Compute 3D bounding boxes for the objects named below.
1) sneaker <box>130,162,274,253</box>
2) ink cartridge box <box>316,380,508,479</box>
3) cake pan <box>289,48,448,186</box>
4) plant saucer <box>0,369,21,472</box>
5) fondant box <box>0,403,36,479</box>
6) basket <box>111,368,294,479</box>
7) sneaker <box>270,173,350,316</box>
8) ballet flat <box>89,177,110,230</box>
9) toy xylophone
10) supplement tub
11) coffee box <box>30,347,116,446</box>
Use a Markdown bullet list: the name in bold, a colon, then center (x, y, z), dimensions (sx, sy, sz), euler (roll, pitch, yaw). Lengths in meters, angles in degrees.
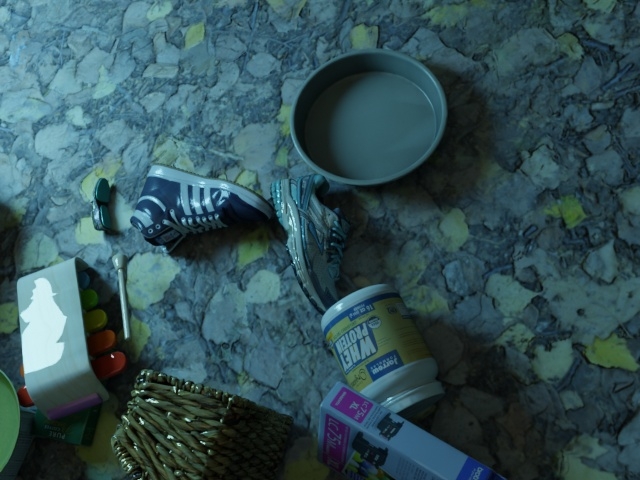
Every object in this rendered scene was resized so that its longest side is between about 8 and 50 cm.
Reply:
- **sneaker**: center (-0.230, -0.041, 1.376), dimensions (0.282, 0.099, 0.153), euler (16, 72, 25)
- **ink cartridge box**: center (0.138, 0.352, 1.110), dimensions (0.311, 0.186, 0.065), euler (25, 52, 19)
- **cake pan**: center (0.090, -0.223, 1.373), dimensions (0.293, 0.054, 0.293), euler (-4, 67, 9)
- **plant saucer**: center (-0.622, 0.330, 1.282), dimensions (0.240, 0.037, 0.241), euler (-4, 70, 11)
- **fondant box**: center (-0.692, 0.428, 1.336), dimensions (0.238, 0.096, 0.330), euler (18, 76, 18)
- **basket**: center (-0.198, 0.339, 1.134), dimensions (0.213, 0.299, 0.223), euler (12, 75, 17)
- **sneaker**: center (0.000, 0.000, 1.305), dimensions (0.122, 0.110, 0.283), euler (-20, 69, 2)
- **ballet flat**: center (-0.445, -0.071, 1.475), dimensions (0.041, 0.041, 0.114), euler (-13, 69, 9)
- **toy xylophone**: center (-0.444, 0.154, 1.335), dimensions (0.236, 0.081, 0.323), euler (-14, 55, 4)
- **supplement tub**: center (0.102, 0.187, 1.196), dimensions (0.144, 0.144, 0.200), euler (-29, 67, 3)
- **coffee box**: center (-0.455, 0.278, 1.357), dimensions (0.113, 0.040, 0.184), euler (5, 73, 16)
